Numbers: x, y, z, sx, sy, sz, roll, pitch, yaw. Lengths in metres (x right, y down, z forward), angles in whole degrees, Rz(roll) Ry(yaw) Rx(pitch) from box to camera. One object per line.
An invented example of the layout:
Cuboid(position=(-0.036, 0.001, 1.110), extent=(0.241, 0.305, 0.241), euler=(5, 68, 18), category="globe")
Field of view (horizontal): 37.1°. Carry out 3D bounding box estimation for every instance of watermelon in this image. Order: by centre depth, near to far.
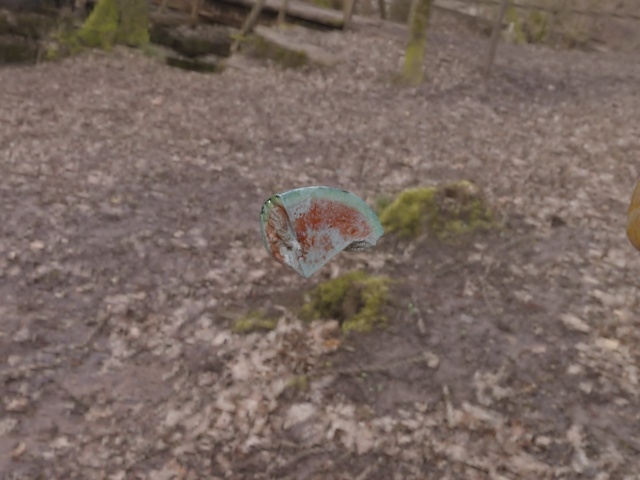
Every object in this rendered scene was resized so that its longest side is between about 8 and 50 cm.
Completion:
Cuboid(position=(0.000, 0.000, 0.622), extent=(0.085, 0.085, 0.061), euler=(12, 61, -10), category="watermelon")

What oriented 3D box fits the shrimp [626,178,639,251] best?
Cuboid(position=(0.133, -0.038, 0.296), extent=(0.023, 0.108, 0.059), euler=(37, -7, -8), category="shrimp")
